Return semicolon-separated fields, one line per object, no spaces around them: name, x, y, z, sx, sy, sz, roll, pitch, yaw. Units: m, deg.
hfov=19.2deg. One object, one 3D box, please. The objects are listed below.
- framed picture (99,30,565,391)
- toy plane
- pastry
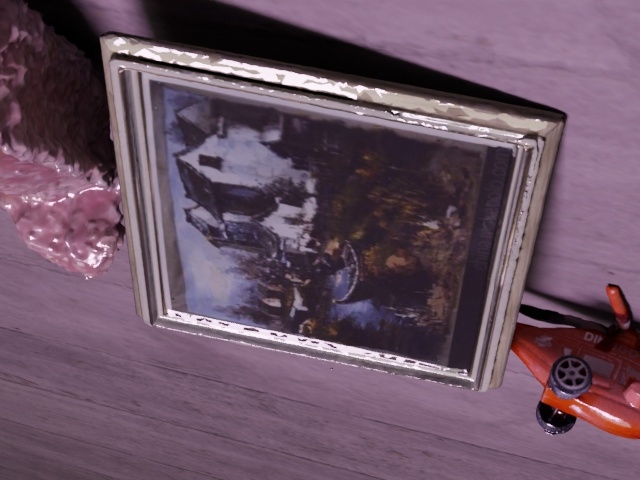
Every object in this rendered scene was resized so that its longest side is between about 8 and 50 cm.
framed picture;0.000;0.000;1.026;0.232;0.019;0.296;10;150;5
toy plane;0.137;0.062;1.149;0.194;0.077;0.126;33;153;-8
pastry;-0.172;-0.071;1.003;0.103;0.112;0.265;8;164;15
